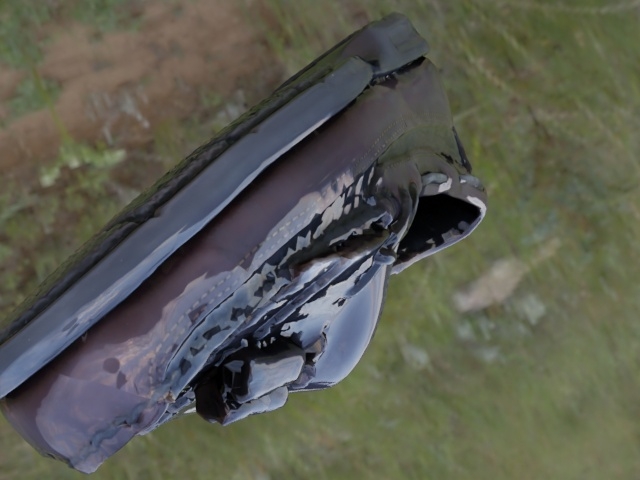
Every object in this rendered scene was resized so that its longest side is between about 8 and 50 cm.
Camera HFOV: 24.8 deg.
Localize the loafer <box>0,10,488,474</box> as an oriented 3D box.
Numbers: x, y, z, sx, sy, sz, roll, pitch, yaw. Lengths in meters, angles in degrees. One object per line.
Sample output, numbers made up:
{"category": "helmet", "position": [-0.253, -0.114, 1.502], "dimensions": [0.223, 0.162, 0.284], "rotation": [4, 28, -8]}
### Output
{"category": "loafer", "position": [0.000, 0.000, 0.471], "dimensions": [0.109, 0.095, 0.302], "rotation": [-36, -174, 25]}
